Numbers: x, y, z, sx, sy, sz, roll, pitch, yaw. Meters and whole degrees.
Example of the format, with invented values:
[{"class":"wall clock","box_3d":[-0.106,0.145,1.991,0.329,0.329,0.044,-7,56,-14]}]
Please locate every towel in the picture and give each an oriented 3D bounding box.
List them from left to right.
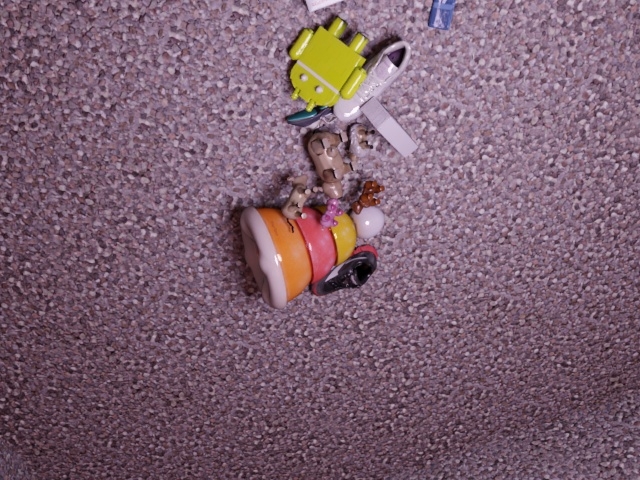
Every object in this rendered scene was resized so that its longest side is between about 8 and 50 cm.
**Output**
[{"class":"towel","box_3d":[0.365,-0.691,1.818,0.067,0.029,0.119,7,117,-9]}]

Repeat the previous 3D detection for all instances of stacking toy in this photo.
[{"class":"stacking toy","box_3d":[0.000,0.000,2.017,0.481,0.350,0.350,-18,119,-15]}]

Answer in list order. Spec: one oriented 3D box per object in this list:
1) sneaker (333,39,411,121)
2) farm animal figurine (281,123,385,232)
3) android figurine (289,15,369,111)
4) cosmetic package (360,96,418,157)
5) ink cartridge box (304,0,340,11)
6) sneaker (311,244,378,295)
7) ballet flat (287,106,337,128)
[{"class":"sneaker","box_3d":[0.150,-0.483,1.808,0.114,0.152,0.305,43,92,-5]},{"class":"farm animal figurine","box_3d":[0.018,-0.199,1.919,0.331,0.172,0.326,-7,94,-28]},{"class":"android figurine","box_3d":[0.016,-0.511,1.797,0.248,0.056,0.272,43,108,14]},{"class":"cosmetic package","box_3d":[0.216,-0.344,1.873,0.060,0.098,0.239,-39,152,14]},{"class":"ink cartridge box","box_3d":[-0.002,-0.752,1.720,0.128,0.072,0.175,-19,117,3]},{"class":"sneaker","box_3d":[0.085,0.125,2.150,0.276,0.135,0.097,-32,118,11]},{"class":"ballet flat","box_3d":[-0.002,-0.390,1.911,0.203,0.074,0.074,-24,117,3]}]
